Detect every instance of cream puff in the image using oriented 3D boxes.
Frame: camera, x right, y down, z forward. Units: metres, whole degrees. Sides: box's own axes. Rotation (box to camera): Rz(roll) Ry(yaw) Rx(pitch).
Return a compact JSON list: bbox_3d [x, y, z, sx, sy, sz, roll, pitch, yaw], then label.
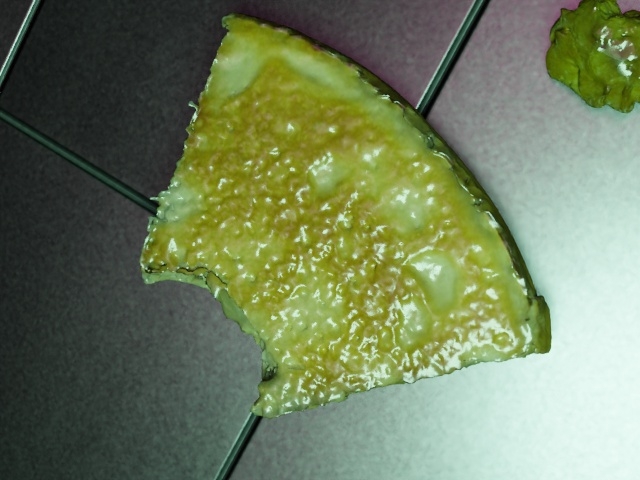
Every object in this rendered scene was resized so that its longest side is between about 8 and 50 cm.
[{"bbox_3d":[0.190,-0.124,0.604,0.083,0.058,0.083,-23,85,18],"label":"cream puff"}]

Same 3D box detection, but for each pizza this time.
[{"bbox_3d":[0.000,0.000,0.650,0.223,0.089,0.323,-44,77,7],"label":"pizza"}]
